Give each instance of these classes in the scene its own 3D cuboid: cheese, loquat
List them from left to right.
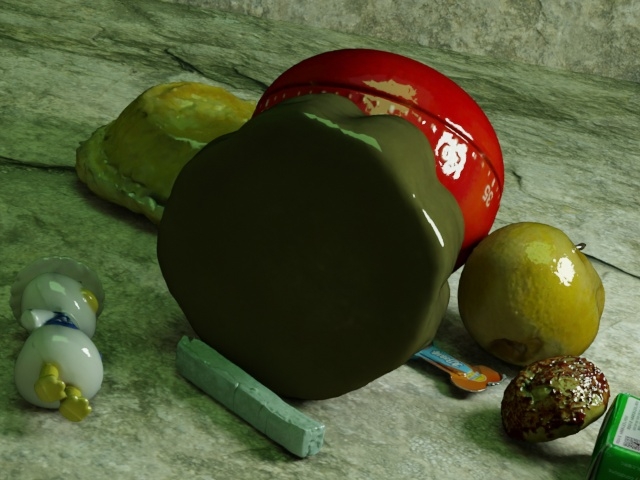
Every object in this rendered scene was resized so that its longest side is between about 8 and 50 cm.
[{"bbox_3d":[0.134,0.143,2.051,0.256,0.037,0.106,26,28,32],"label":"cheese"},{"bbox_3d":[0.287,0.071,2.082,0.213,0.213,0.213,11,23,-4],"label":"loquat"}]

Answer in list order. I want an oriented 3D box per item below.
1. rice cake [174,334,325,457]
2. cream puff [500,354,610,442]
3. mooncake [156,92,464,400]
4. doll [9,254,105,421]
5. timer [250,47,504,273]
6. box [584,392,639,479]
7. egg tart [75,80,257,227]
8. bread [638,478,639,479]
[{"bbox_3d":[-0.090,0.187,1.819,0.042,0.045,0.245,-15,35,-44],"label":"rice cake"},{"bbox_3d":[0.293,0.195,1.895,0.149,0.084,0.149,-23,9,4],"label":"cream puff"},{"bbox_3d":[0.000,0.000,1.905,0.378,0.378,0.201,18,19,14],"label":"mooncake"},{"bbox_3d":[-0.310,0.112,1.796,0.138,0.119,0.293,51,7,-27],"label":"doll"},{"bbox_3d":[0.075,-0.105,2.153,0.378,0.378,0.279,18,66,12],"label":"timer"},{"bbox_3d":[0.445,0.284,1.800,0.250,0.103,0.180,17,23,14],"label":"box"},{"bbox_3d":[-0.196,-0.138,2.398,0.387,0.169,0.388,12,27,-6],"label":"egg tart"},{"bbox_3d":[0.420,0.348,1.421,0.279,0.279,0.207,28,25,26],"label":"bread"}]
